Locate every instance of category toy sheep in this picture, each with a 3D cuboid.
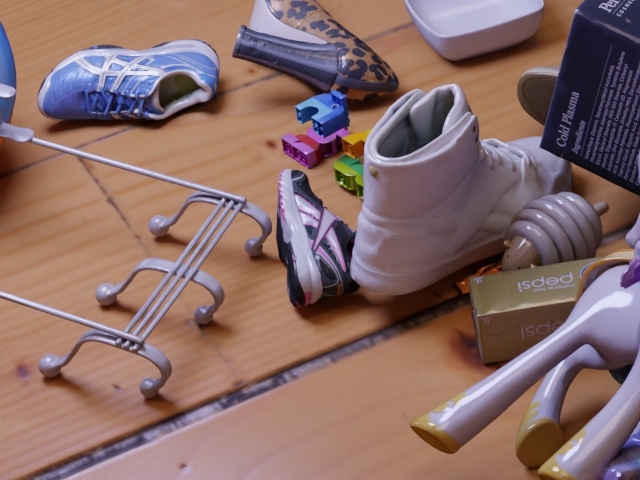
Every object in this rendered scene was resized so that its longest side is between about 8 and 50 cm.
[{"bbox_3d":[0.218,-0.002,1.637,0.132,0.091,0.091,-36,44,-29],"label":"toy sheep"}]

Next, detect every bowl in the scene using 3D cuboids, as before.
[{"bbox_3d":[0.175,-0.258,2.019,0.142,0.053,0.142,-16,38,-9],"label":"bowl"}]

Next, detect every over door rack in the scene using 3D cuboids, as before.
[{"bbox_3d":[-0.241,0.005,1.701,0.324,0.108,0.239,25,46,9],"label":"over door rack"}]

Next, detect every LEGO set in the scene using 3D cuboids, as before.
[{"bbox_3d":[0.059,-0.102,1.813,0.093,0.087,0.227,-30,42,-24],"label":"LEGO set"}]

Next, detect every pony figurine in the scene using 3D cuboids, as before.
[{"bbox_3d":[0.282,0.059,1.382,0.363,0.303,0.351,-51,25,-14],"label":"pony figurine"}]

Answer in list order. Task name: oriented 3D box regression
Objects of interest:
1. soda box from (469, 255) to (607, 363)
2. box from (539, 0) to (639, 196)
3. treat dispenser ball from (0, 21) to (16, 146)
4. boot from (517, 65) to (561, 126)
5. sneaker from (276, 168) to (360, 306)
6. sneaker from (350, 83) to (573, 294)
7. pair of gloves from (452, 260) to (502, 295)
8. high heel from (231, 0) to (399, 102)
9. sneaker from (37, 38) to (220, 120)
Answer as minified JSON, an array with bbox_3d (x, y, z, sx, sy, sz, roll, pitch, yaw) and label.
[{"bbox_3d":[0.227,0.058,1.582,0.181,0.061,0.058,-9,38,1],"label":"soda box"},{"bbox_3d":[0.434,-0.171,1.677,0.312,0.179,0.343,28,49,19],"label":"box"},{"bbox_3d":[-0.466,-0.166,1.856,0.288,0.288,0.288,-6,37,5],"label":"treat dispenser ball"},{"bbox_3d":[0.326,-0.173,1.851,0.213,0.077,0.165,12,43,16],"label":"boot"},{"bbox_3d":[0.000,0.000,1.722,0.077,0.072,0.178,-2,44,-9],"label":"sneaker"},{"bbox_3d":[0.148,-0.077,1.669,0.108,0.169,0.292,28,41,34],"label":"sneaker"},{"bbox_3d":[0.153,0.019,1.694,0.074,0.010,0.083,-17,37,-9],"label":"pair of gloves"},{"bbox_3d":[0.007,-0.233,2.030,0.186,0.093,0.261,17,27,-1],"label":"high heel"},{"bbox_3d":[-0.215,-0.174,1.977,0.211,0.080,0.081,-14,34,-3],"label":"sneaker"}]
